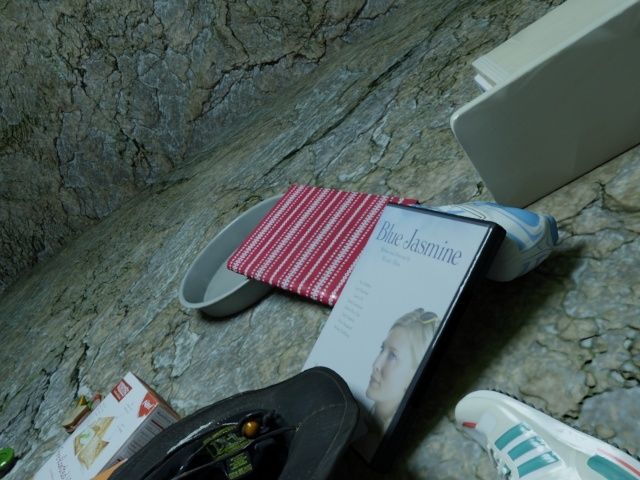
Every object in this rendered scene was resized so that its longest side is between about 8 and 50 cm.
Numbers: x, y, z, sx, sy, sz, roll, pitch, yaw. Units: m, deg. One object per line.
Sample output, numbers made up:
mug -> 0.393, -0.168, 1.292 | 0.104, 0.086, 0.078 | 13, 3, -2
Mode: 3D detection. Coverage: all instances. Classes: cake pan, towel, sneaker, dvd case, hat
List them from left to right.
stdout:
hat -> -0.080, 0.245, 0.432 | 0.331, 0.133, 0.331 | -25, 6, 3
cake pan -> -0.134, 0.028, 0.969 | 0.293, 0.054, 0.293 | -31, 26, 18
towel -> 0.000, 0.000, 0.789 | 0.275, 0.031, 0.199 | 13, 56, 43
dvd case -> 0.070, 0.082, 0.548 | 0.253, 0.022, 0.180 | -62, 28, -4
sneaker -> 0.165, -0.007, 0.605 | 0.086, 0.085, 0.237 | -22, 17, -22
sneaker -> 0.145, 0.162, 0.365 | 0.075, 0.057, 0.161 | -43, 28, -21

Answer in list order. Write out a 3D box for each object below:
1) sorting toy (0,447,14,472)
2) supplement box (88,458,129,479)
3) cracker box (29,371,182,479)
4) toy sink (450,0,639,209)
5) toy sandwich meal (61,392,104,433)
sorting toy -> -0.613, 0.439, 0.972 | 0.061, 0.042, 0.102 | 3, 34, 35
supplement box -> -0.233, 0.356, 0.539 | 0.078, 0.080, 0.233 | -32, 25, 17
cracker box -> -0.308, 0.310, 0.725 | 0.232, 0.067, 0.156 | -49, 27, -21
toy sink -> 0.275, -0.169, 0.623 | 0.234, 0.152, 0.131 | -33, 26, 17
toy sandwich meal -> -0.426, 0.306, 0.936 | 0.086, 0.029, 0.085 | -31, 27, 18
